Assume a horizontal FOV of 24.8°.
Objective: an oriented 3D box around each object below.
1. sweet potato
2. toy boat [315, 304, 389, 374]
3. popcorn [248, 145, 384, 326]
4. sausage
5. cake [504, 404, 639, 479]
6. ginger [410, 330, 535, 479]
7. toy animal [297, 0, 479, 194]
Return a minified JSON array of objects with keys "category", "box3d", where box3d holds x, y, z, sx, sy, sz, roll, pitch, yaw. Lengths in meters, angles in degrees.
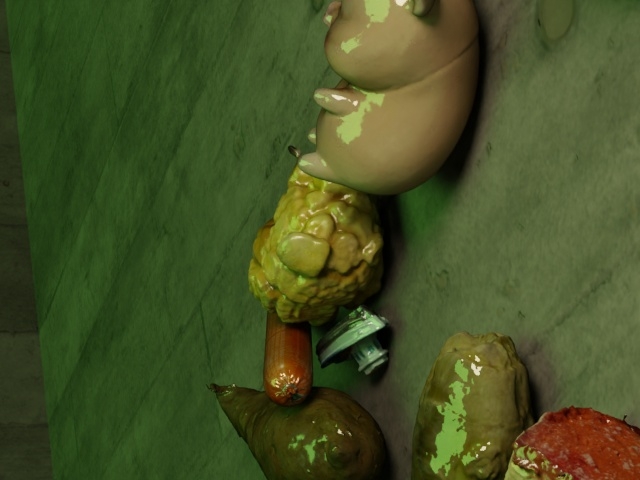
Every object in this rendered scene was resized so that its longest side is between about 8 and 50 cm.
[{"category":"sweet potato","box3d":[-0.028,0.218,1.629,0.423,0.131,0.130,-174,86,-72]},{"category":"toy boat","box3d":[0.040,0.113,1.560,0.066,0.059,0.140,55,150,8]},{"category":"popcorn","box3d":[0.003,0.010,1.555,0.163,0.140,0.194,-109,38,-57]},{"category":"sausage","box3d":[-0.035,0.112,1.615,0.348,0.053,0.053,-94,11,-75]},{"category":"cake","box3d":[0.245,0.215,1.080,0.220,0.117,0.086,35,131,24]},{"category":"ginger","box3d":[0.128,0.209,1.273,0.116,0.109,0.263,22,112,37]},{"category":"toy animal","box3d":[0.071,-0.158,1.368,0.166,0.154,0.250,-82,2,-57]}]
